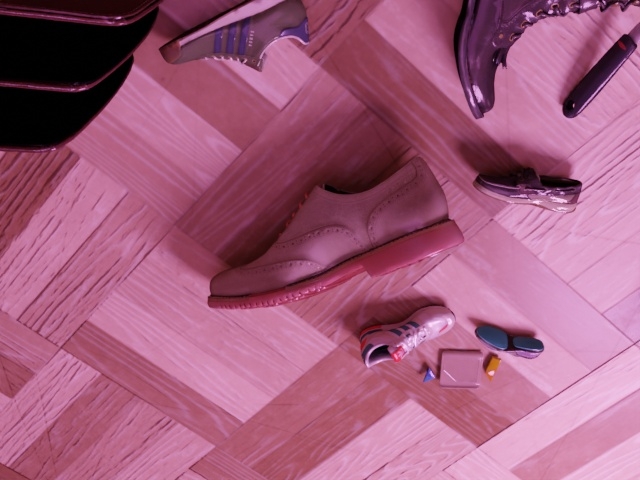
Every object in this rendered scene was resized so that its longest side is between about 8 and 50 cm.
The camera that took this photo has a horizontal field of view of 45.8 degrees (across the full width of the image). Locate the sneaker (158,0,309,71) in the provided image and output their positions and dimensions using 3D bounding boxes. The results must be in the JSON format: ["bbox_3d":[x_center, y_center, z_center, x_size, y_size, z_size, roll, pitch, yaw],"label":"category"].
[{"bbox_3d":[-0.102,-0.245,0.950,0.192,0.064,0.086,-23,113,14],"label":"sneaker"}]

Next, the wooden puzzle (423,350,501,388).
[{"bbox_3d":[0.232,0.212,1.245,0.116,0.014,0.079,7,118,0],"label":"wooden puzzle"}]

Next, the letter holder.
[{"bbox_3d":[-0.260,-0.225,0.836,0.214,0.302,0.152,4,122,1],"label":"letter holder"}]

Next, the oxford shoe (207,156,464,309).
[{"bbox_3d":[0.000,0.000,1.085,0.396,0.140,0.147,-19,88,21],"label":"oxford shoe"}]

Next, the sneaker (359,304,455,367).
[{"bbox_3d":[0.136,0.157,1.179,0.161,0.075,0.057,-19,119,16],"label":"sneaker"}]

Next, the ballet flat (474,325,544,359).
[{"bbox_3d":[0.294,0.166,1.197,0.114,0.041,0.041,13,122,-3],"label":"ballet flat"}]

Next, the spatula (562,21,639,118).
[{"bbox_3d":[0.395,-0.258,0.909,0.030,0.084,0.296,6,138,-39],"label":"spatula"}]

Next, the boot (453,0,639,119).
[{"bbox_3d":[0.272,-0.275,0.891,0.228,0.091,0.263,-4,120,7],"label":"boot"}]

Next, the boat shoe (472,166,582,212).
[{"bbox_3d":[0.284,-0.077,1.039,0.152,0.056,0.049,9,118,-13],"label":"boat shoe"}]
